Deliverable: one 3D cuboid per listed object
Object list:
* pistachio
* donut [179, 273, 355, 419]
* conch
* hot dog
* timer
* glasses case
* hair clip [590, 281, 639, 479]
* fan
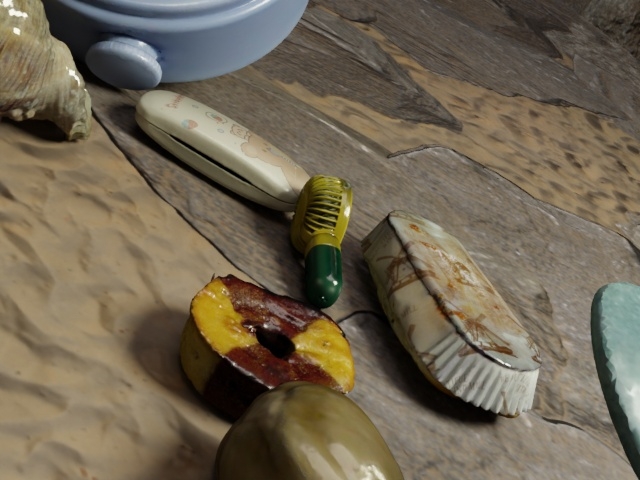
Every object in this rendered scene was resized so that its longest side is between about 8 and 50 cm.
[{"bbox_3d":[0.003,0.169,0.680,0.108,0.126,0.185,-30,54,-11],"label":"pistachio"},{"bbox_3d":[-0.042,0.088,0.825,0.140,0.059,0.140,23,26,-12],"label":"donut"},{"bbox_3d":[-0.291,-0.175,0.967,0.245,0.163,0.178,45,26,-45],"label":"conch"},{"bbox_3d":[0.123,0.067,1.013,0.144,0.075,0.268,21,23,-26],"label":"hot dog"},{"bbox_3d":[-0.184,-0.340,1.218,0.394,0.173,0.395,3,67,-7],"label":"timer"},{"bbox_3d":[-0.100,-0.094,1.111,0.204,0.051,0.081,31,27,4],"label":"glasses case"},{"bbox_3d":[0.237,0.257,0.585,0.318,0.238,0.392,27,26,-5],"label":"hair clip"},{"bbox_3d":[0.000,0.000,1.019,0.039,0.082,0.155,15,39,-16],"label":"fan"}]
